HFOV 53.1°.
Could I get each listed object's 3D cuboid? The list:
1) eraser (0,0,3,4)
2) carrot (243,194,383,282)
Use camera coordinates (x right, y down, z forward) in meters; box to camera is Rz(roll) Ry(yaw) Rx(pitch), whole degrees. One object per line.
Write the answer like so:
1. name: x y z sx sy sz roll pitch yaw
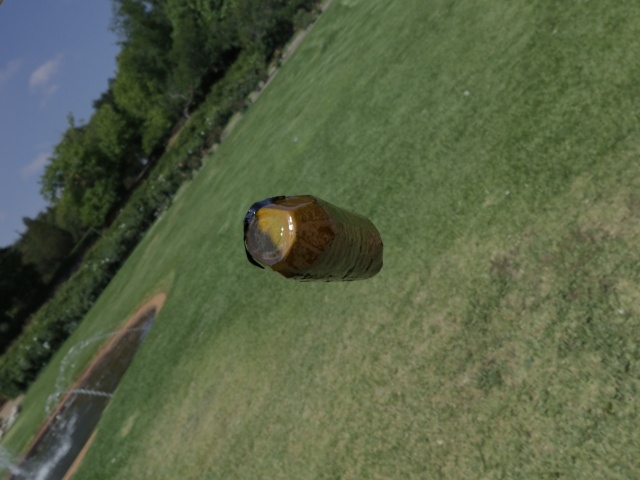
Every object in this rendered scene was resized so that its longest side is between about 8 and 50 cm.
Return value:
1. eraser: -0.395 -0.227 0.618 0.210 0.124 0.068 -38 28 31
2. carrot: 0.000 0.000 0.604 0.082 0.082 0.173 -46 -24 23
